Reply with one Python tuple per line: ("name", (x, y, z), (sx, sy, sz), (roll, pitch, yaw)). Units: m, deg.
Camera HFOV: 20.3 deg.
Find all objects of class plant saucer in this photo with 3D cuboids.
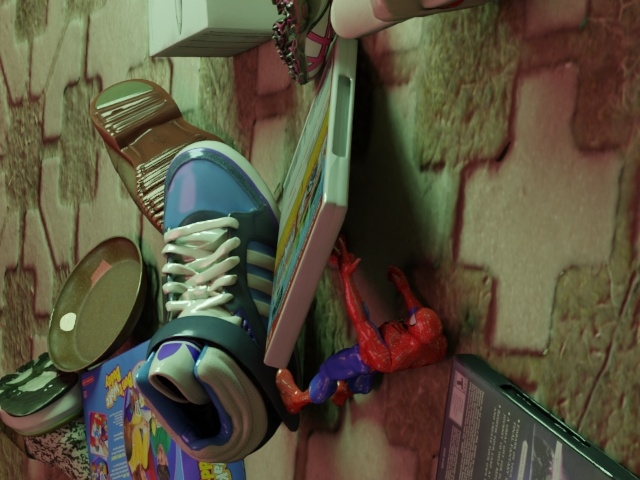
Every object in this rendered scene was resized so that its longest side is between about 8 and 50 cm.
("plant saucer", (-0.289, 0.089, 2.368), (0.199, 0.036, 0.198), (-32, 42, 34))

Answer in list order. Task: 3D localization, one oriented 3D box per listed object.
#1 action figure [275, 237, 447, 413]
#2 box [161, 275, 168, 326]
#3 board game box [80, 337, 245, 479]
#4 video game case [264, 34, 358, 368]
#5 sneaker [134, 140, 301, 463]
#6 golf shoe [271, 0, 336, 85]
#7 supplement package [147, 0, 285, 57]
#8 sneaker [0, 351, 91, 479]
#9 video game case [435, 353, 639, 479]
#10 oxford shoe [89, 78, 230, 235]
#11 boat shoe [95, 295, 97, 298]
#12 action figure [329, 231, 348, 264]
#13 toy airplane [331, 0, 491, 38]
("action figure", (0.036, 0.076, 1.699), (0.280, 0.091, 0.139), (-28, 74, 62))
("box", (-0.136, 0.070, 2.068), (0.052, 0.083, 0.062), (-179, 88, -64))
("board game box", (-0.201, 0.252, 2.225), (0.347, 0.078, 0.233), (153, 112, -62))
("video game case", (-0.008, -0.042, 1.728), (0.285, 0.025, 0.204), (-85, 13, -52))
("sneaker", (-0.116, 0.067, 1.822), (0.236, 0.130, 0.322), (-30, -72, -69))
("golf shoe", (-0.003, -0.218, 1.791), (0.067, 0.086, 0.186), (61, 167, 21))
("supplement package", (-0.115, -0.267, 1.971), (0.179, 0.105, 0.105), (-12, 81, 64))
("sneaker", (-0.390, 0.270, 2.559), (0.182, 0.158, 0.410), (64, 167, -8))
("video game case", (0.174, 0.236, 1.507), (0.274, 0.026, 0.196), (36, 124, 57))
("oxford shoe", (-0.162, -0.060, 2.118), (0.348, 0.123, 0.130), (55, 166, 46))
("boat shoe", (-0.306, 0.118, 2.477), (0.125, 0.038, 0.046), (116, 143, -44))
("action figure", (0.000, 0.000, 1.847), (0.115, 0.030, 0.038), (30, 114, 58))
("toy airplane", (0.057, -0.366, 1.493), (0.386, 0.272, 0.384), (28, 137, 20))
